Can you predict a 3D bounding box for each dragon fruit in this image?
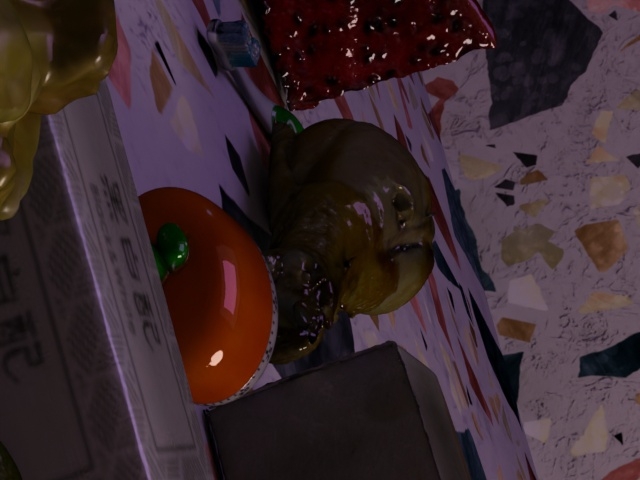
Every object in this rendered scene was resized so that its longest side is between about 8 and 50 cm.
[{"bbox_3d":[-0.002,-0.265,1.756,0.302,0.240,0.330,40,-3,-15],"label":"dragon fruit"}]

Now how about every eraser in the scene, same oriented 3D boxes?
[{"bbox_3d":[-0.140,-0.014,0.717,0.098,0.096,0.403,25,48,-74],"label":"eraser"}]

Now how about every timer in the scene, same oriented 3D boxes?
[{"bbox_3d":[-0.086,0.030,0.921,0.136,0.099,0.136,52,16,-21],"label":"timer"}]

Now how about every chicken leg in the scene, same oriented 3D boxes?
[{"bbox_3d":[0.000,0.000,1.328,0.201,0.153,0.429,57,20,-8],"label":"chicken leg"}]

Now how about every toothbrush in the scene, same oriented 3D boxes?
[{"bbox_3d":[-0.035,-0.106,1.567,0.418,0.040,0.042,60,37,-60],"label":"toothbrush"}]

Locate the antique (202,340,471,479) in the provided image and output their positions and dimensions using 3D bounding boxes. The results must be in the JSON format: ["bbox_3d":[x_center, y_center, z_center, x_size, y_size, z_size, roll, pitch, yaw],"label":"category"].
[{"bbox_3d":[0.022,0.170,1.064,0.148,0.152,0.146,37,34,-67],"label":"antique"}]

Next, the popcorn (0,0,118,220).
[{"bbox_3d":[-0.184,-0.137,0.491,0.225,0.174,0.286,18,59,-66],"label":"popcorn"}]

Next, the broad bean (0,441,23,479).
[{"bbox_3d":[-0.173,0.019,0.621,0.052,0.053,0.256,-14,84,-41],"label":"broad bean"}]
